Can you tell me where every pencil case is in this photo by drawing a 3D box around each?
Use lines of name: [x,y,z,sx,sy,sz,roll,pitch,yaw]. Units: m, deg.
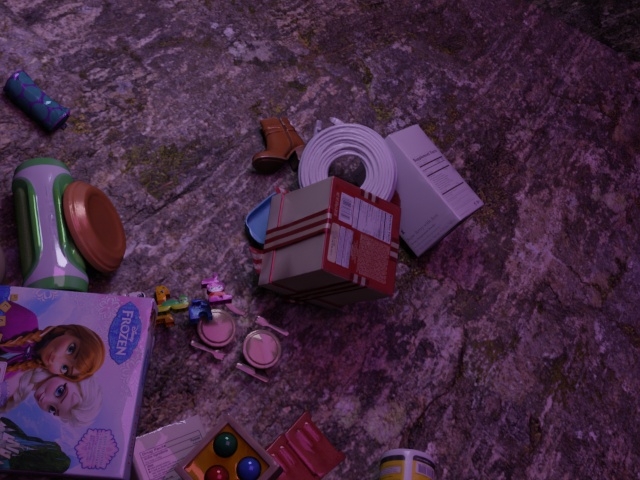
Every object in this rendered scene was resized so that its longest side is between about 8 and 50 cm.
pencil case: [-0.634,-0.312,1.663,0.151,0.064,0.070,41,64,-2]

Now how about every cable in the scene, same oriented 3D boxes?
cable: [0.070,-0.171,1.896,0.257,0.089,0.257,20,92,2]

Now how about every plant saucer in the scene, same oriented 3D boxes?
plant saucer: [-0.454,-0.032,1.519,0.037,0.200,0.200,-20,65,8]

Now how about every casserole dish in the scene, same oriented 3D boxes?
casserole dish: [-0.113,-0.045,1.826,0.114,0.037,0.188,45,49,1]

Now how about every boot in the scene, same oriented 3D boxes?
boot: [-0.126,-0.254,1.937,0.197,0.073,0.153,-6,64,-48]

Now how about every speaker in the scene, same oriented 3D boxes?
speaker: [-0.541,-0.014,1.479,0.131,0.131,0.297,0,60,-32]

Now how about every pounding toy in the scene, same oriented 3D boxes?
pounding toy: [-0.143,0.429,1.234,0.206,0.094,0.181,41,75,17]

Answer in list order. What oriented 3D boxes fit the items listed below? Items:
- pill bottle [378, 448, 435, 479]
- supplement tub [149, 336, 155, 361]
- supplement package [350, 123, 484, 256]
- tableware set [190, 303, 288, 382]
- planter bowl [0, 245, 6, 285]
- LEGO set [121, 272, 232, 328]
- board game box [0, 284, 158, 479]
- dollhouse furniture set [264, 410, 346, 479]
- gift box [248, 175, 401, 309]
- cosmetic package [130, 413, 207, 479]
pill bottle: [0.176,0.554,1.548,0.119,0.119,0.209,24,51,-17]
supplement tub: [-0.370,0.233,1.457,0.071,0.071,0.107,22,52,-18]
supplement package: [0.261,-0.138,2.008,0.293,0.177,0.175,51,37,8]
tableware set: [-0.178,0.216,1.612,0.194,0.039,0.128,27,61,-6]
planter bowl: [-0.665,0.035,1.383,0.162,0.109,0.162,16,54,-23]
LEGO set: [-0.308,0.122,1.554,0.227,0.087,0.093,-8,56,-15]
board game box: [-0.466,0.243,1.287,0.317,0.066,0.319,4,65,-2]
dollhouse furniture set: [0.005,0.540,1.396,0.374,0.201,0.152,50,48,7]
gift box: [0.000,0.000,1.689,0.276,0.258,0.255,27,63,-33]
cosmetic package: [-0.243,0.487,1.328,0.153,0.129,0.296,-13,68,-35]
